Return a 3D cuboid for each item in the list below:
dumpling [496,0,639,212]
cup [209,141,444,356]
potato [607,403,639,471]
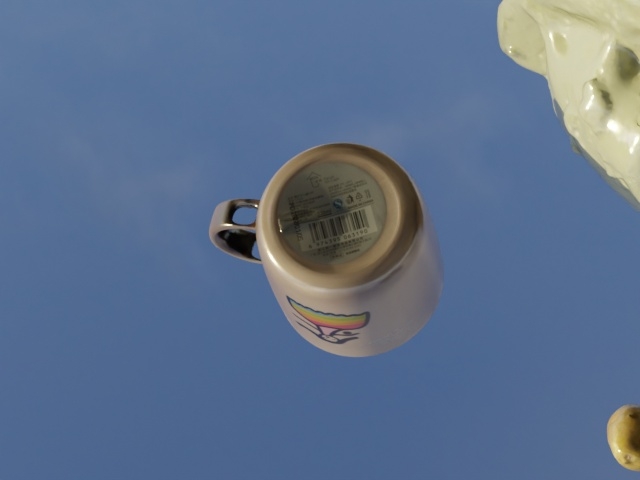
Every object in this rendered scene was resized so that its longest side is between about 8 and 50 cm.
[{"bbox_3d":[0.341,-0.161,1.202,0.395,0.315,0.233,38,-100,24],"label":"dumpling"},{"bbox_3d":[0.000,0.000,1.312,0.252,0.200,0.191,12,-107,13],"label":"cup"},{"bbox_3d":[0.311,0.193,1.207,0.068,0.062,0.083,-11,-151,31],"label":"potato"}]
